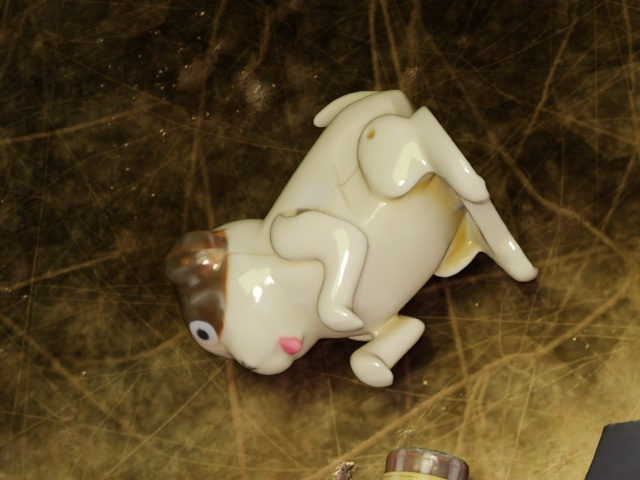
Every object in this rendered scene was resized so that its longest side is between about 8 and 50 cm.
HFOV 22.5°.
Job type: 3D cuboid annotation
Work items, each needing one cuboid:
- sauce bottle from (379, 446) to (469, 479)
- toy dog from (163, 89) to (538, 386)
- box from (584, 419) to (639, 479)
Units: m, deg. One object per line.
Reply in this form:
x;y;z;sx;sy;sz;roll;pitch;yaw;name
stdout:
0.099;0.420;1.904;0.111;0.111;0.344;3;65;19;sauce bottle
0.000;0.000;2.044;0.408;0.284;0.395;-36;60;1;toy dog
0.443;0.478;1.512;0.480;0.297;0.471;33;69;-18;box
